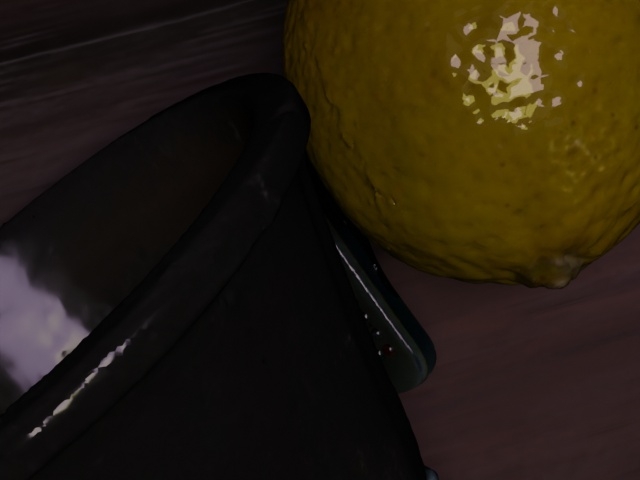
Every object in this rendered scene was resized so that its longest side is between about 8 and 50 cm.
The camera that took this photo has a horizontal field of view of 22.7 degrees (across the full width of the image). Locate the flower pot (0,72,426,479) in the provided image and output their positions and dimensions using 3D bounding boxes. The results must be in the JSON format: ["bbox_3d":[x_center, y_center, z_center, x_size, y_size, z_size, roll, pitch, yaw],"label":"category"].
[{"bbox_3d":[-0.086,0.109,0.883,0.379,0.379,0.251,-44,107,-9],"label":"flower pot"}]

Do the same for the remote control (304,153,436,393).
[{"bbox_3d":[0.000,0.000,1.020,0.042,0.072,0.222,-33,91,-31],"label":"remote control"}]

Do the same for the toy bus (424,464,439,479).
[{"bbox_3d":[0.010,0.265,0.980,0.120,0.121,0.265,38,81,-13],"label":"toy bus"}]

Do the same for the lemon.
[{"bbox_3d":[0.101,-0.108,0.957,0.267,0.267,0.267,1,85,-8],"label":"lemon"}]
